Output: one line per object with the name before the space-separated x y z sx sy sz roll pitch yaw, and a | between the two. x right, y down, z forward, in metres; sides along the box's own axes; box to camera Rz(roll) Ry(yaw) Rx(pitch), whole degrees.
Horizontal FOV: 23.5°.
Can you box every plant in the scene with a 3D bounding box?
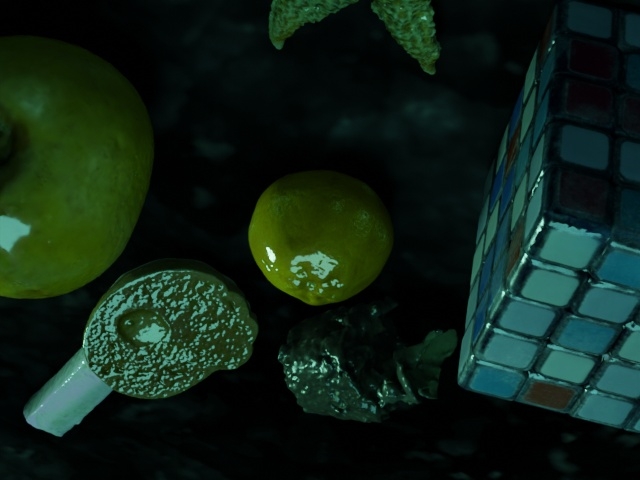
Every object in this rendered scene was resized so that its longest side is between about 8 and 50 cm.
plant | 0.058 0.146 1.834 0.203 0.142 0.131 -5 124 27

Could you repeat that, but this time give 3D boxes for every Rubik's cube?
Rubik's cube | 0.311 -0.010 1.447 0.292 0.287 0.293 13 142 -1

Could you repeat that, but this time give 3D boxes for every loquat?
loquat | -0.296 -0.079 1.554 0.275 0.275 0.275 7 142 6

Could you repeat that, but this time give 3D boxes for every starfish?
starfish | 0.063 -0.261 1.373 0.347 0.078 0.358 -13 136 24

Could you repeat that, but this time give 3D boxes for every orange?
orange | 0.000 0.000 1.665 0.159 0.136 0.159 5 142 4

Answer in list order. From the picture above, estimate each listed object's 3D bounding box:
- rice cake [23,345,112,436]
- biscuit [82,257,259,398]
rice cake | -0.298 0.171 2.027 0.072 0.056 0.365 25 141 -20
biscuit | -0.187 0.104 1.868 0.208 0.049 0.181 -27 120 10
